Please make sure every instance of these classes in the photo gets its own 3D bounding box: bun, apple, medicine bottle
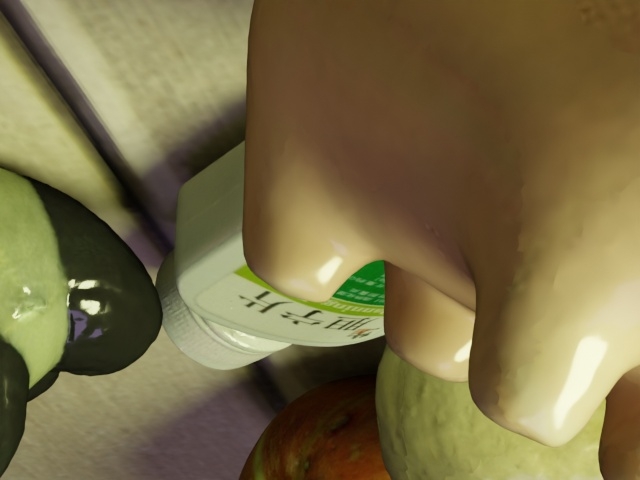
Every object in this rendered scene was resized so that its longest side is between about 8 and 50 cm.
[{"bbox_3d":[0.117,0.064,0.934,0.178,0.128,0.193,-7,168,13],"label":"bun"},{"bbox_3d":[0.048,0.167,1.091,0.196,0.196,0.196,1,157,0],"label":"apple"},{"bbox_3d":[0.000,0.000,0.854,0.119,0.069,0.183,13,156,-31],"label":"medicine bottle"}]

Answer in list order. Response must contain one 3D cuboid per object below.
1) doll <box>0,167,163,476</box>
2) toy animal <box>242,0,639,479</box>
[{"bbox_3d":[-0.182,0.043,0.890,0.135,0.143,0.234,54,141,-6],"label":"doll"},{"bbox_3d":[0.126,-0.057,0.544,0.237,0.269,0.326,26,179,-44],"label":"toy animal"}]
